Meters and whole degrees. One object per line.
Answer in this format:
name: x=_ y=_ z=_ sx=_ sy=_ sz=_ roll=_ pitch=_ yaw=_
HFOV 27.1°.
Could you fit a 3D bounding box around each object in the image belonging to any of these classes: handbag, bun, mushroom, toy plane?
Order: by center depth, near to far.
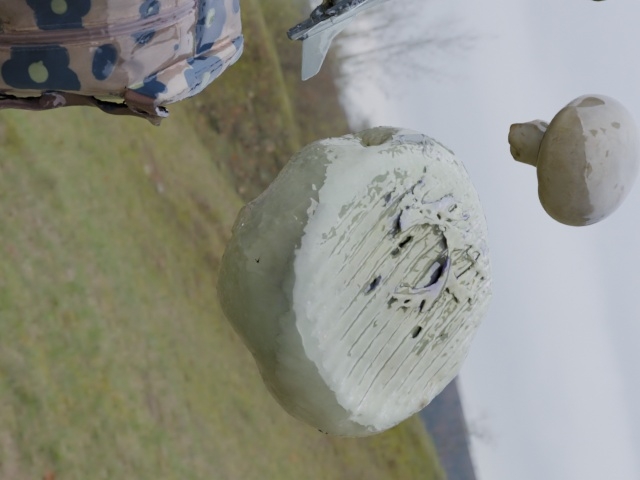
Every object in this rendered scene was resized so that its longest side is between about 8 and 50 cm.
handbag: x=-0.204 y=-0.183 z=1.078 sx=0.193 sy=0.251 sz=0.190 roll=-64 pitch=148 yaw=-66
bun: x=0.031 y=0.029 z=1.161 sx=0.168 sy=0.273 sz=0.273 roll=11 pitch=-59 yaw=52
toy plane: x=0.047 y=-0.291 z=1.571 sx=0.082 sy=0.234 sz=0.160 roll=50 pitch=3 yaw=-12
mushroom: x=0.374 y=-0.128 z=1.989 sx=0.204 sy=0.204 sz=0.204 roll=-14 pitch=90 yaw=-88
